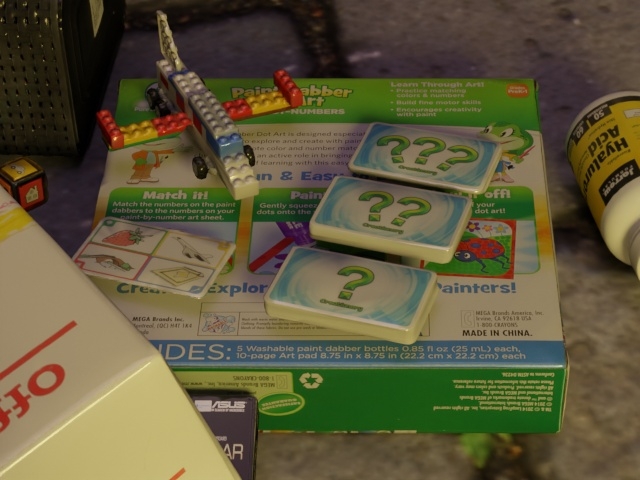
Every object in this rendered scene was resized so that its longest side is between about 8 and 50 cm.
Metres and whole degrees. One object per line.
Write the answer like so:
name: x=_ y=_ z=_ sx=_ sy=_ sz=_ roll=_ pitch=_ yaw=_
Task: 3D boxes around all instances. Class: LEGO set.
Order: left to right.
LEGO set: x=-0.042 y=-0.040 z=0.902 sx=0.244 sy=0.060 sz=0.182 roll=11 pitch=38 yaw=16

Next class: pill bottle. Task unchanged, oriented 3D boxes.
pill bottle: x=0.180 y=-0.026 z=0.948 sx=0.065 sy=0.065 sz=0.116 roll=-8 pitch=40 yaw=-7

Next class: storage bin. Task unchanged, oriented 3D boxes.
storage bin: x=-0.177 y=-0.146 z=1.059 sx=0.084 sy=0.122 sz=0.180 roll=2 pitch=40 yaw=5

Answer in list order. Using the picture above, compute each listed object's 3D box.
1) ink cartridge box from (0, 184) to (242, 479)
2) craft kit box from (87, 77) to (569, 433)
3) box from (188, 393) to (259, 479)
ink cartridge box: x=-0.182 y=0.084 z=0.753 sx=0.207 sy=0.119 sz=0.353 roll=-39 pitch=51 yaw=-13
craft kit box: x=0.000 y=0.000 z=0.935 sx=0.250 sy=0.061 sz=0.246 roll=1 pitch=43 yaw=3
box: x=-0.072 y=0.107 z=0.821 sx=0.083 sy=0.018 sz=0.067 roll=1 pitch=60 yaw=3
